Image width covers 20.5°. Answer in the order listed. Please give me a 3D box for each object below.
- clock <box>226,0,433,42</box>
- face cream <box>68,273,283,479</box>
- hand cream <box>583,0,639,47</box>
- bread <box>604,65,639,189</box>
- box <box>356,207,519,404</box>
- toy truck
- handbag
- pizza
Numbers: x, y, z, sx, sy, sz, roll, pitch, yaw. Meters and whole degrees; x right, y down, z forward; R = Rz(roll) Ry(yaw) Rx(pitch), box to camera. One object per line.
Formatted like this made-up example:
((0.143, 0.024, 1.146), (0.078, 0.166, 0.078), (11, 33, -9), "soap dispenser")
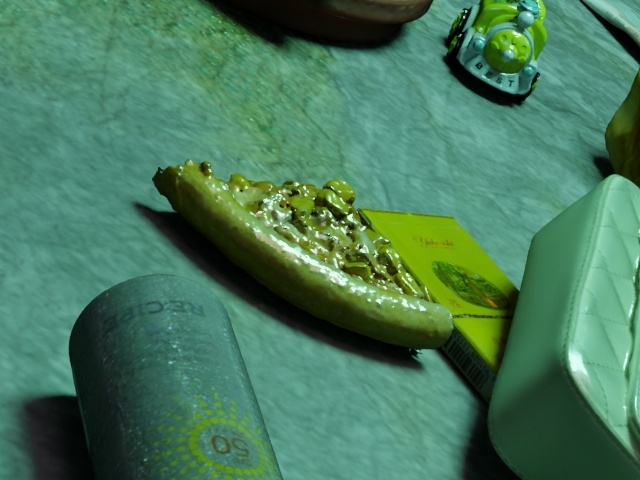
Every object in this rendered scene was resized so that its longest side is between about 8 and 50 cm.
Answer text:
((-0.047, -0.267, 1.366), (0.318, 0.080, 0.318), (26, 25, -13), "clock")
((-0.042, 0.122, 0.669), (0.073, 0.073, 0.283), (17, 29, -27), "face cream")
((0.305, -0.192, 1.680), (0.052, 0.038, 0.216), (43, 8, -39), "hand cream")
((0.335, -0.021, 1.257), (0.195, 0.149, 0.344), (19, 28, -23), "bread")
((0.087, 0.038, 1.026), (0.087, 0.023, 0.155), (1, 38, -42), "box")
((0.148, -0.162, 1.392), (0.076, 0.077, 0.111), (27, 26, -8), "toy truck")
((0.200, 0.094, 0.966), (0.219, 0.079, 0.256), (41, 31, -12), "handbag")
((0.000, 0.000, 0.977), (0.178, 0.041, 0.131), (35, 24, 8), "pizza")
